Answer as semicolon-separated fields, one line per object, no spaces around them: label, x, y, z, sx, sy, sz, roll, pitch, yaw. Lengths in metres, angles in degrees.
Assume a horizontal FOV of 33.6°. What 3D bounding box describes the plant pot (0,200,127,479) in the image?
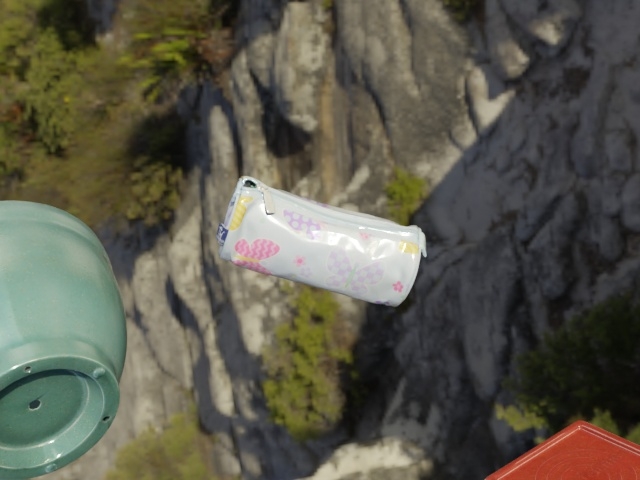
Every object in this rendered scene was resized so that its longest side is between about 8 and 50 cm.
plant pot;-0.332;0.131;1.143;0.196;0.293;0.293;49;138;42

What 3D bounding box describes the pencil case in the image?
pencil case;0.000;0.000;1.418;0.113;0.273;0.124;-86;15;-63

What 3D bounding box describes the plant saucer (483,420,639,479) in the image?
plant saucer;0.377;0.348;1.500;0.259;0.258;0.047;19;126;54
